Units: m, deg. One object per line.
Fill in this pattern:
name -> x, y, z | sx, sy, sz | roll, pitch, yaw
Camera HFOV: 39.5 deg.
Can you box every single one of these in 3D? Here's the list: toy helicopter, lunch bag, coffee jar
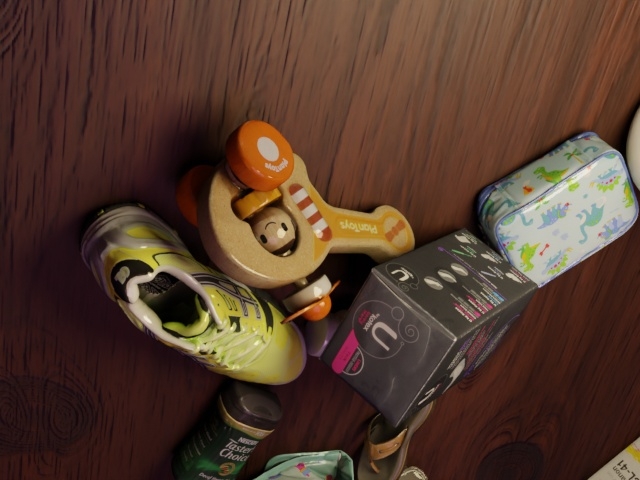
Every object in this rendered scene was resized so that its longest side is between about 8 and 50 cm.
toy helicopter -> 0.000, 0.000, 1.124 | 0.355, 0.235, 0.140 | 5, 151, -44
lunch bag -> 0.346, -0.039, 1.303 | 0.219, 0.090, 0.176 | -33, 127, 2
lunch bag -> -0.053, 0.477, 1.441 | 0.262, 0.160, 0.223 | -29, 137, -47
coffee jar -> -0.139, 0.296, 1.338 | 0.096, 0.079, 0.184 | 24, 110, -33

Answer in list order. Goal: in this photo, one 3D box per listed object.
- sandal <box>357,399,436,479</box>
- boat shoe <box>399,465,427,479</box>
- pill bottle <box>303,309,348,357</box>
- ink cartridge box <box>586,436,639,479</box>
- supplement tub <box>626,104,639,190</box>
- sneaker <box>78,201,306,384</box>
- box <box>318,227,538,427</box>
sandal -> 0.112, 0.315, 1.442 | 0.060, 0.090, 0.219 | 14, 113, -41
boat shoe -> 0.098, 0.493, 1.466 | 0.305, 0.109, 0.091 | -50, 167, -32
pill bottle -> 0.060, 0.150, 1.315 | 0.160, 0.087, 0.087 | 15, 115, -29
ink cartridge box -> 0.696, 0.472, 1.699 | 0.306, 0.226, 0.131 | -42, 127, 7
supplement tub -> 0.629, -0.100, 1.280 | 0.331, 0.241, 0.241 | 25, 110, -32
sneaker -> -0.155, 0.109, 1.165 | 0.145, 0.147, 0.384 | -46, 128, 9
box -> 0.152, 0.108, 1.204 | 0.270, 0.143, 0.165 | -19, 144, -54
